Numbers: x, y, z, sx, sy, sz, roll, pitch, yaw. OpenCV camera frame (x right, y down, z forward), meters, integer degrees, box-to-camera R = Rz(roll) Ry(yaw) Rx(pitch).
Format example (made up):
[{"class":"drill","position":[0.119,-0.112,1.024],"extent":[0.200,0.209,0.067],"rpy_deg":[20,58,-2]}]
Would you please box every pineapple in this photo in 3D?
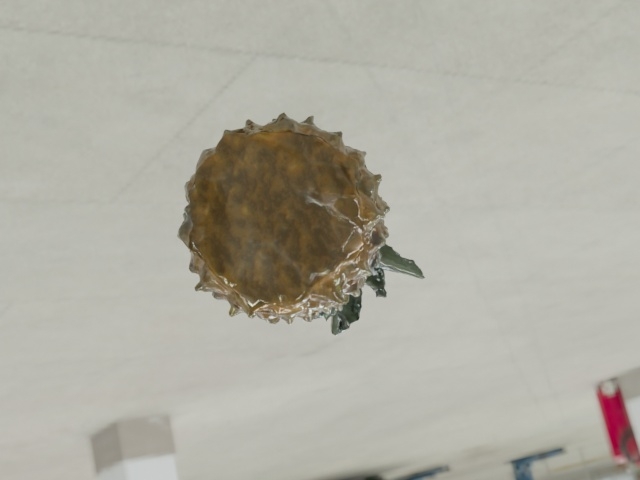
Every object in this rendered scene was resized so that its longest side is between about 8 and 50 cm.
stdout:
[{"class":"pineapple","position":[0.000,0.000,0.694],"extent":[0.130,0.119,0.277],"rpy_deg":[22,180,7]}]
